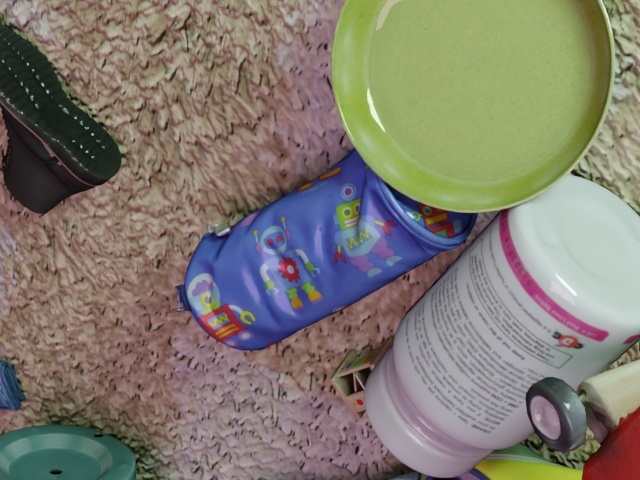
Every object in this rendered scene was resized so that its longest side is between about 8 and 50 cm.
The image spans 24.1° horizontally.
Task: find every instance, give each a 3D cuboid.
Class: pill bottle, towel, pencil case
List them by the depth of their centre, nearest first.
[{"bbox_3d":[0.164,0.085,1.331,0.160,0.160,0.283,39,130,0],"label":"pill bottle"},{"bbox_3d":[0.000,0.000,1.393,0.306,0.119,0.133,-29,95,39],"label":"pencil case"},{"bbox_3d":[-0.413,0.173,1.795,0.119,0.029,0.067,-3,118,31],"label":"towel"}]

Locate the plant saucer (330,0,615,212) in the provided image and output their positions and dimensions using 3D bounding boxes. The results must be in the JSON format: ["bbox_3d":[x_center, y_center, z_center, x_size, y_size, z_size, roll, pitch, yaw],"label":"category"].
[{"bbox_3d":[0.126,-0.144,1.236,0.241,0.037,0.241,3,98,21],"label":"plant saucer"}]

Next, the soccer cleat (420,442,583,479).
[{"bbox_3d":[0.230,0.261,1.437,0.289,0.121,0.093,18,127,17],"label":"soccer cleat"}]

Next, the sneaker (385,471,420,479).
[{"bbox_3d":[0.068,0.306,1.580,0.366,0.135,0.150,13,88,32],"label":"sneaker"}]

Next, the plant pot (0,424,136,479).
[{"bbox_3d":[-0.310,0.362,1.725,0.271,0.271,0.255,13,112,21],"label":"plant pot"}]

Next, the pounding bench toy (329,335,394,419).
[{"bbox_3d":[0.065,0.148,1.499,0.065,0.052,0.083,-22,108,37],"label":"pounding bench toy"}]

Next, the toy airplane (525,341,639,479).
[{"bbox_3d":[0.286,0.294,1.219,0.386,0.384,0.272,-51,48,9],"label":"toy airplane"}]

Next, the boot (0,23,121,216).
[{"bbox_3d":[-0.312,-0.114,1.523,0.137,0.077,0.198,-29,103,44],"label":"boot"}]
